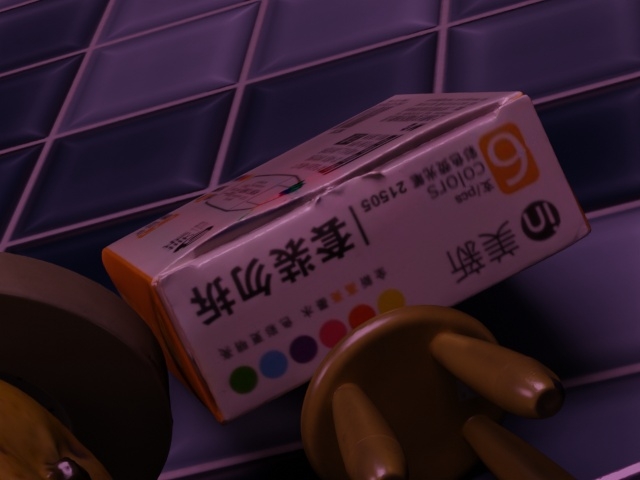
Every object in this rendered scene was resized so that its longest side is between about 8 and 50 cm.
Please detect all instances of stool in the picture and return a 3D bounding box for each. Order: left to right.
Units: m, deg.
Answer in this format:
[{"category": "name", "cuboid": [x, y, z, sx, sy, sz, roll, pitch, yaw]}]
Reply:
[{"category": "stool", "cuboid": [0.060, 0.101, 0.892, 0.135, 0.134, 0.110, -66, 28, 14]}]

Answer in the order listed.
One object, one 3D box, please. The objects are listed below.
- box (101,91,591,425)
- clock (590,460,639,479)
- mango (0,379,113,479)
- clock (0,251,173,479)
[{"category": "box", "cuboid": [0.000, 0.000, 1.043, 0.221, 0.091, 0.274, -28, 8, -7]}, {"category": "clock", "cuboid": [0.146, 0.146, 0.810, 0.153, 0.050, 0.110, -22, 28, 1]}, {"category": "mango", "cuboid": [-0.232, 0.202, 0.806, 0.365, 0.182, 0.253, -39, 5, -31]}, {"category": "clock", "cuboid": [-0.191, 0.094, 0.952, 0.235, 0.235, 0.029, -19, 46, 7]}]
